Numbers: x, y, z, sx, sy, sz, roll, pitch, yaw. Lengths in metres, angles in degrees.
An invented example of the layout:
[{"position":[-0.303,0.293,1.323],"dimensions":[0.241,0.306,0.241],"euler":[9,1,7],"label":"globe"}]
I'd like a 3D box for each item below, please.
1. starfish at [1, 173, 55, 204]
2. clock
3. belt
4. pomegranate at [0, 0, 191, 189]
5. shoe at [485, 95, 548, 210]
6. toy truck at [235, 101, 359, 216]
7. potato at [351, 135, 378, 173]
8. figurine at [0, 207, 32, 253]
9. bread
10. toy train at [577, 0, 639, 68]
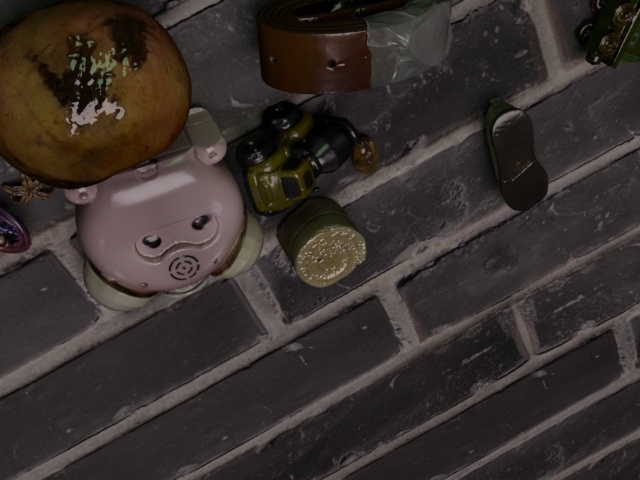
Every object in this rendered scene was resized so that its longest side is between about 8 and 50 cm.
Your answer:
[{"position":[-0.509,-0.097,1.570],"dimensions":[0.091,0.028,0.078],"euler":[-45,124,5],"label":"starfish"},{"position":[-0.285,-0.040,1.614],"dimensions":[0.342,0.184,0.325],"euler":[-14,131,-6],"label":"clock"},{"position":[0.061,-0.349,1.503],"dimensions":[0.339,0.217,0.122],"euler":[-13,126,-15],"label":"belt"},{"position":[-0.361,-0.227,1.371],"dimensions":[0.322,0.322,0.322],"euler":[-10,125,-15],"label":"pomegranate"},{"position":[0.397,-0.175,1.830],"dimensions":[0.103,0.098,0.274],"euler":[-20,129,2],"label":"shoe"},{"position":[-0.038,-0.145,1.601],"dimensions":[0.165,0.224,0.147],"euler":[4,129,28],"label":"toy truck"},{"position":[0.088,-0.167,1.748],"dimensions":[0.051,0.040,0.083],"euler":[-18,126,-3],"label":"potato"},{"position":[-0.587,0.014,1.552],"dimensions":[0.157,0.114,0.126],"euler":[-53,154,-12],"label":"figurine"},{"position":[0.000,0.000,1.764],"dimensions":[0.148,0.141,0.134],"euler":[-29,124,-2],"label":"bread"},{"position":[0.601,-0.442,1.735],"dimensions":[0.137,0.090,0.225],"euler":[7,119,-29],"label":"toy train"}]
